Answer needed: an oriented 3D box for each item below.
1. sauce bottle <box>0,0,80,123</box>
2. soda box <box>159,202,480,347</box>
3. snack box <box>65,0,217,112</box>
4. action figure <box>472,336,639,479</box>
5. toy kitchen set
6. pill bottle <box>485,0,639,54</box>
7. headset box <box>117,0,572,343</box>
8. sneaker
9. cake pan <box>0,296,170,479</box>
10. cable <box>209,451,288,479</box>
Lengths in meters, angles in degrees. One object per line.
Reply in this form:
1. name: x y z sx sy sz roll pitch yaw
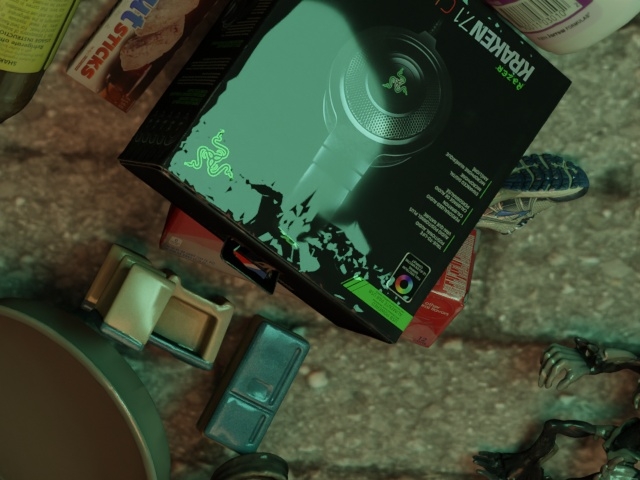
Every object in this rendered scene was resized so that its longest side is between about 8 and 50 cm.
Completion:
1. sauce bottle: -0.265 -0.179 1.605 0.111 0.111 0.344 24 117 -13
2. soda box: 0.000 0.000 1.711 0.263 0.083 0.092 21 145 -11
3. snack box: -0.138 -0.190 1.649 0.064 0.022 0.178 34 116 -17
4. action figure: 0.267 0.176 1.787 0.141 0.164 0.275 12 136 -43
5. toy kitchen set: -0.113 0.107 1.724 0.207 0.166 0.122 27 90 -15
6. pill bottle: 0.127 -0.294 1.499 0.301 0.169 0.169 39 114 -21
7. headset box: 0.013 -0.088 1.572 0.246 0.131 0.283 38 81 -20
8. sneaker: 0.171 -0.036 1.729 0.135 0.052 0.058 -7 131 13
9. cake pan: -0.254 0.173 1.783 0.293 0.054 0.293 18 126 26
10. cable: -0.123 0.283 1.862 0.287 0.072 0.139 -22 136 37
